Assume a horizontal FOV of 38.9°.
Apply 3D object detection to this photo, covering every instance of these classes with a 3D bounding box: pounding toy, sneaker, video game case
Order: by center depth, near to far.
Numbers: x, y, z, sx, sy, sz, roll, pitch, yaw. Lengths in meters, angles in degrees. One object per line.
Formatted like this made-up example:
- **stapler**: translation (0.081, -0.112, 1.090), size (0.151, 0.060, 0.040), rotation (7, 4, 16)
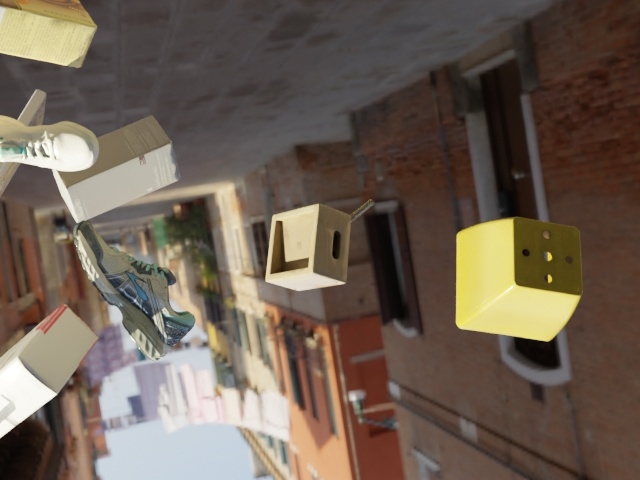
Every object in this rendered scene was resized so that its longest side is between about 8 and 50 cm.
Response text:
- **sneaker**: translation (-0.445, -0.141, 1.385), size (0.212, 0.080, 0.094), rotation (8, -161, 18)
- **pounding toy**: translation (0.000, 0.000, 1.409), size (0.100, 0.141, 0.130), rotation (19, 159, -40)
- **sneaker**: translation (-0.330, 0.071, 1.614), size (0.122, 0.283, 0.110), rotation (-35, -164, -8)
- **video game case**: translation (-0.637, -0.184, 1.884), size (0.026, 0.226, 0.206), rotation (28, 161, -12)

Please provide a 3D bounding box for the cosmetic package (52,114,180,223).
- **cosmetic package**: translation (-0.425, -0.148, 1.879), size (0.238, 0.107, 0.127), rotation (-29, 149, -17)

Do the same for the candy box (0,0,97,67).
- **candy box**: translation (-0.528, -0.372, 1.393), size (0.317, 0.087, 0.183), rotation (3, -143, -43)

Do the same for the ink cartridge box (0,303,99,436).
- **ink cartridge box**: translation (-0.494, 0.226, 1.518), size (0.218, 0.092, 0.158), rotation (-34, -164, 30)

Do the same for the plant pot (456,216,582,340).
- **plant pot**: translation (0.401, 0.061, 1.783), size (0.212, 0.212, 0.187), rotation (9, 157, -12)
